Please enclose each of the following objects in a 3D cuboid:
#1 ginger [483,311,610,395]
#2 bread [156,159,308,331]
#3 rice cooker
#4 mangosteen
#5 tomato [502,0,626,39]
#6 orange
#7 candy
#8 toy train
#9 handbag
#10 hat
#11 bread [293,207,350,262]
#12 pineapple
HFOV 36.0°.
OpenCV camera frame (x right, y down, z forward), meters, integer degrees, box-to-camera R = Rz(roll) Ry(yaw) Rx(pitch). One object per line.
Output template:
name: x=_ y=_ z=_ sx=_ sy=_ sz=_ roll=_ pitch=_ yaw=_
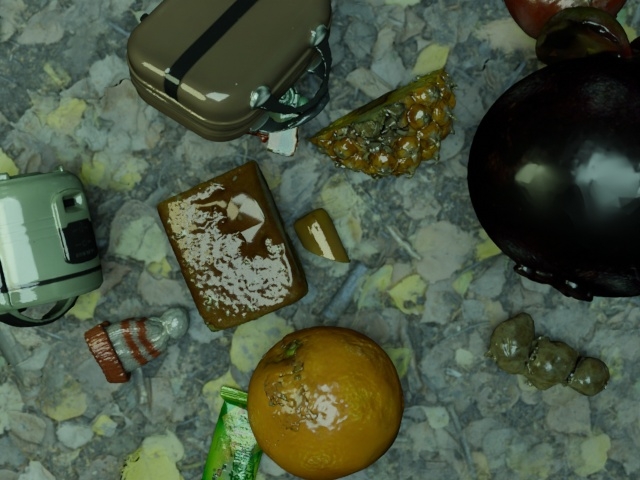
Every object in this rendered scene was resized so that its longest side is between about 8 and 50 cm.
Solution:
ginger: x=0.371 y=0.195 z=1.598 sx=0.204 sy=0.080 sz=0.104 roll=28 pitch=90 yaw=1
bread: x=-0.137 y=0.011 z=1.577 sx=0.184 sy=0.110 sz=0.234 roll=-23 pitch=96 yaw=4
rice cooker: x=-0.455 y=0.013 z=1.530 sx=0.226 sy=0.226 sz=0.244 roll=-8 pitch=95 yaw=2
mangosteen: x=0.419 y=-0.130 z=1.428 sx=0.382 sy=0.382 sz=0.435 roll=23 pitch=88 yaw=-1
tomato: x=0.388 y=-0.418 z=1.535 sx=0.225 sy=0.085 sz=0.225 roll=0 pitch=96 yaw=-2
orange: x=0.007 y=0.253 z=1.536 sx=0.246 sy=0.246 sz=0.246 roll=0 pitch=96 yaw=1
candy: x=-0.139 y=0.340 z=1.649 sx=0.102 sy=0.032 sz=0.178 roll=16 pitch=96 yaw=0
toy train: x=-0.109 y=-0.209 z=1.575 sx=0.176 sy=0.074 sz=0.118 roll=12 pitch=100 yaw=-2
handbag: x=-0.105 y=-0.283 z=1.468 sx=0.283 sy=0.149 sz=0.302 roll=39 pitch=70 yaw=8
hat: x=-0.289 y=0.158 z=1.608 sx=0.162 sy=0.093 sz=0.112 roll=-21 pitch=121 yaw=-3
bread: x=0.000 y=0.002 z=1.603 sx=0.062 sy=0.049 sz=0.103 roll=-24 pitch=93 yaw=4
pineapple: x=0.119 y=-0.156 z=1.533 sx=0.250 sy=0.164 sz=0.140 roll=-27 pitch=102 yaw=1
